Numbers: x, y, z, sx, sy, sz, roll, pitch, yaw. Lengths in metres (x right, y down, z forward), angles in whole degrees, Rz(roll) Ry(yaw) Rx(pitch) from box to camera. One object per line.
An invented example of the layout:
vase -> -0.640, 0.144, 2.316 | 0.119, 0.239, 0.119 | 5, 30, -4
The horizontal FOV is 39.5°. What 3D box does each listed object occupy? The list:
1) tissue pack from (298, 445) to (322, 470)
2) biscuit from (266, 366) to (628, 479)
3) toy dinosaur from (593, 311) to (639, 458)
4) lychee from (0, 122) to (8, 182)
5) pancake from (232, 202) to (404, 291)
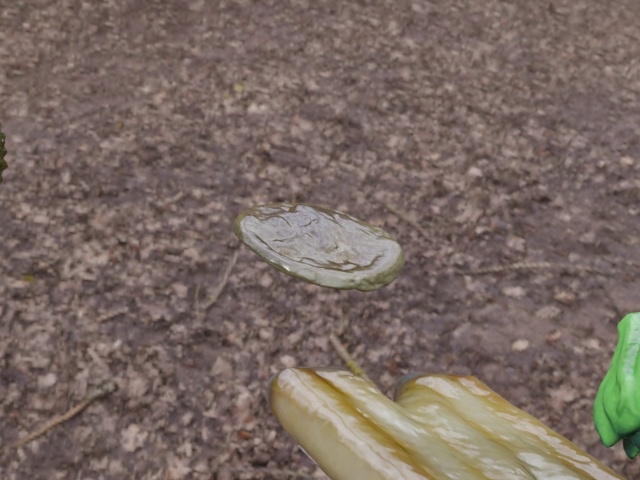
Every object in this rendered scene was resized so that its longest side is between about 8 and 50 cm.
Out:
tissue pack -> 0.003, 0.381, 1.600 | 0.083, 0.035, 0.063 | 43, 7, 4
biscuit -> 0.112, 0.175, 0.687 | 0.237, 0.062, 0.291 | 7, 13, -35
toy dinosaur -> 0.254, 0.238, 0.457 | 0.144, 0.374, 0.499 | 16, 70, -17
lychee -> -0.294, -0.050, 0.600 | 0.171, 0.171, 0.171 | 12, 33, -8
pancake -> 0.000, 0.000, 1.211 | 0.242, 0.050, 0.242 | 11, 24, -5
